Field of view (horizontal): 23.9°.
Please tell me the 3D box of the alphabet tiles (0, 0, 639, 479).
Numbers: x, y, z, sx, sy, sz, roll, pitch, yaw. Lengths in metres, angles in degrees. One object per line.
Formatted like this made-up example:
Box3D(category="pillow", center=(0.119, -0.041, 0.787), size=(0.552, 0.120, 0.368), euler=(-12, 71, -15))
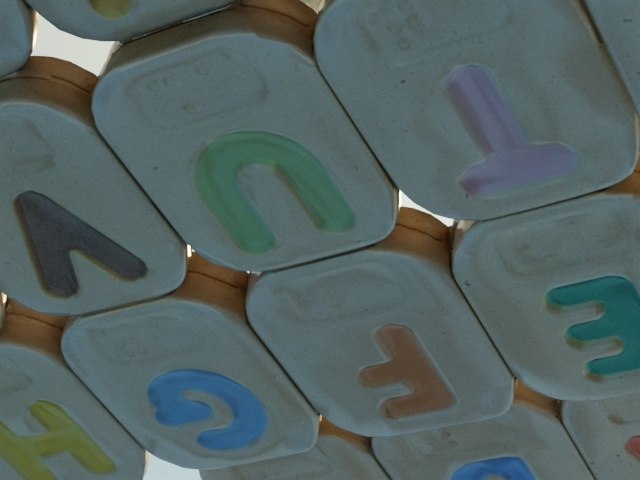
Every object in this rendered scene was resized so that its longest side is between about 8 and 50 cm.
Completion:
Box3D(category="alphabet tiles", center=(0.000, 0.000, 0.364), size=(0.278, 0.284, 0.021), euler=(56, -148, -38))
